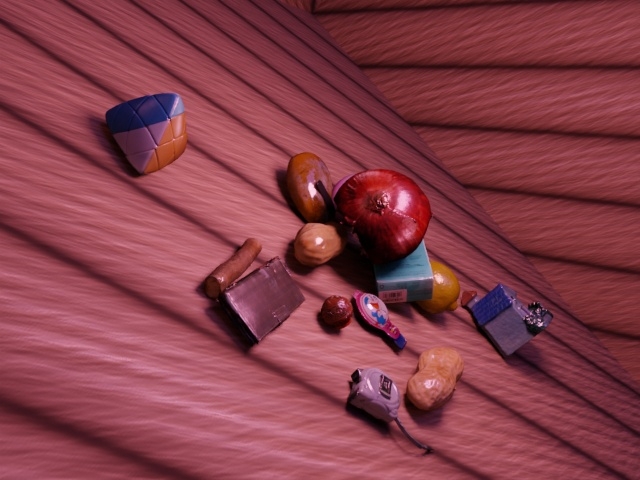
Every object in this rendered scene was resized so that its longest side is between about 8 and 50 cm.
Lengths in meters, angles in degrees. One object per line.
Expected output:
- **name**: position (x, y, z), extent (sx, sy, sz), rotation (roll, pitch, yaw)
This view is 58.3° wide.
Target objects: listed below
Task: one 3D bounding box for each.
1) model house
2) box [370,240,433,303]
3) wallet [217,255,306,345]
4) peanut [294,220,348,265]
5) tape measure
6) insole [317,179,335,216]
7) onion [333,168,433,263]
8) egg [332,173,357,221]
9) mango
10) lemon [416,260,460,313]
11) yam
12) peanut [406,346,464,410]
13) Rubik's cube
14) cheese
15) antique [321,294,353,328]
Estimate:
- **model house**: position (0.781, 0.290, 2.452), extent (0.329, 0.251, 0.295), rotation (46, 28, 16)
- **box**: position (0.290, 0.083, 2.110), extent (0.205, 0.118, 0.311), rotation (-4, 39, 0)
- **wallet**: position (-0.154, 0.160, 1.589), extent (0.169, 0.044, 0.317), rotation (57, 27, -1)
- **peanut**: position (0.000, 0.000, 1.931), extent (0.147, 0.147, 0.319), rotation (47, 24, 7)
- **tape measure**: position (0.225, 0.477, 1.636), extent (0.330, 0.084, 0.164), rotation (33, 34, -16)
- **insole**: position (0.023, -0.152, 2.085), extent (0.152, 0.002, 0.053), rotation (61, 37, -29)
- **onion**: position (0.226, -0.085, 1.990), extent (0.341, 0.341, 0.341), rotation (32, 31, -21)
- **egg**: position (0.132, -0.163, 2.253), extent (0.196, 0.196, 0.271), rotation (48, 22, 8)
- **mango**: position (-0.036, -0.183, 2.133), extent (0.193, 0.146, 0.316), rotation (11, 62, -49)
- **lemon**: position (0.429, 0.172, 2.200), extent (0.248, 0.184, 0.184), rotation (50, 29, 23)
- **yam**: position (-0.238, 0.069, 1.612), extent (0.066, 0.066, 0.299), rotation (43, 28, -2)
- **peanut**: position (0.365, 0.436, 1.822), extent (0.149, 0.149, 0.313), rotation (46, 33, 4)
- **Rubik's cube**: position (-0.529, -0.298, 1.675), extent (0.254, 0.254, 0.254), rotation (32, 31, -21)
- **cheese**: position (0.199, 0.260, 1.915), extent (0.244, 0.062, 0.155), rotation (47, 27, 5)
- **antique**: position (0.049, 0.214, 1.747), extent (0.104, 0.104, 0.104), rotation (32, 31, -21)
